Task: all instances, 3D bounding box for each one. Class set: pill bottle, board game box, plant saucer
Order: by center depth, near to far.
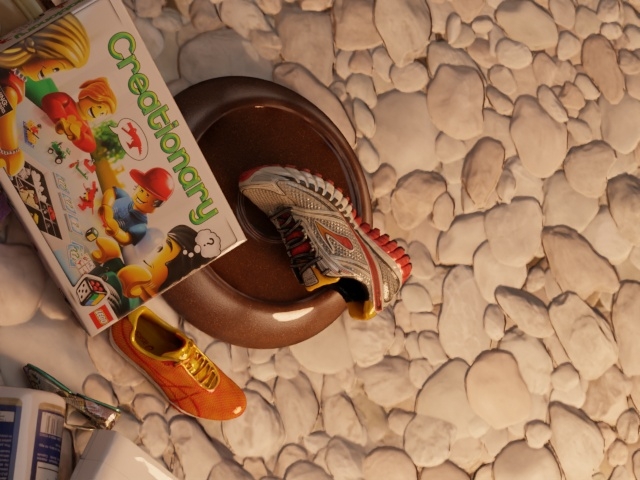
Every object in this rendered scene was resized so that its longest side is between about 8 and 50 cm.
[{"bbox_3d":[-0.302,0.231,1.737,0.094,0.094,0.169,13,73,-29],"label":"pill bottle"},{"bbox_3d":[-0.225,-0.080,1.800,0.193,0.053,0.305,-33,114,-13],"label":"board game box"},{"bbox_3d":[-0.062,-0.036,1.975,0.311,0.050,0.310,7,77,-31],"label":"plant saucer"}]

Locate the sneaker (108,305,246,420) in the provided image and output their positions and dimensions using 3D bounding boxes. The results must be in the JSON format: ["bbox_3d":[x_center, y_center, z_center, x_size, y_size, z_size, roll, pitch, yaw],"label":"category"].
[{"bbox_3d":[-0.144,0.134,1.874,0.175,0.067,0.064,37,61,-22],"label":"sneaker"}]

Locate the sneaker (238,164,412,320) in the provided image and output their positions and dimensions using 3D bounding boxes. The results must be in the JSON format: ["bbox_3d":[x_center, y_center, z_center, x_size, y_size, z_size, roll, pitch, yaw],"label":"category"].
[{"bbox_3d":[0.000,0.000,1.924,0.225,0.088,0.092,40,63,-19],"label":"sneaker"}]

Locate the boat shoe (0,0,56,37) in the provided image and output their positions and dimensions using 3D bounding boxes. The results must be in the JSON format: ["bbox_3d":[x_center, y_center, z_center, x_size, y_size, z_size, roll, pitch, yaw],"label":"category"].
[{"bbox_3d":[-0.357,-0.255,1.813,0.110,0.121,0.341,-37,110,3],"label":"boat shoe"}]

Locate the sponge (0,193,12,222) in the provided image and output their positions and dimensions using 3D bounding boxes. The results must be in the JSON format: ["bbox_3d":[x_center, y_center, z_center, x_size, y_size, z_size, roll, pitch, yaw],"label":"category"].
[{"bbox_3d":[-0.411,0.000,1.758,0.117,0.031,0.210,47,60,-14],"label":"sponge"}]

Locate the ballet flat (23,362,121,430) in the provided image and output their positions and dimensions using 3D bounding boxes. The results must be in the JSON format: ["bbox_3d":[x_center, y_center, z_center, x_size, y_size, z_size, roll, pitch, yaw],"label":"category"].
[{"bbox_3d":[-0.256,0.165,1.815,0.114,0.041,0.041,30,65,-22],"label":"ballet flat"}]

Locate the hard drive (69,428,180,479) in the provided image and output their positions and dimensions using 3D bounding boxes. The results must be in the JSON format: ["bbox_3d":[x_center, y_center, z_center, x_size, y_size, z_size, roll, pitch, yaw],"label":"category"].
[{"bbox_3d":[-0.213,0.394,1.744,0.233,0.047,0.353,46,57,-40],"label":"hard drive"}]
